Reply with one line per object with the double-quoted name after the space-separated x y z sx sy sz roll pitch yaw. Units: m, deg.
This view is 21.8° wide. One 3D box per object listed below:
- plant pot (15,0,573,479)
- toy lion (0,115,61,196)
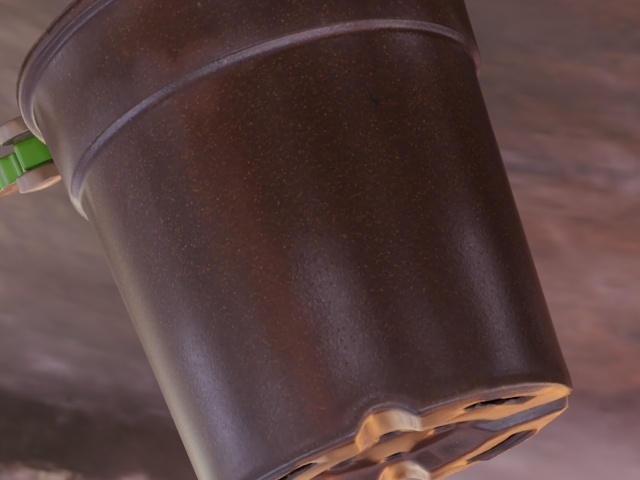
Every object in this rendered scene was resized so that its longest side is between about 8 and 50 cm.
0.000 0.000 0.566 0.167 0.165 0.167 -18 161 -7 "plant pot"
-0.115 -0.047 0.795 0.100 0.034 0.096 -23 180 -9 "toy lion"
